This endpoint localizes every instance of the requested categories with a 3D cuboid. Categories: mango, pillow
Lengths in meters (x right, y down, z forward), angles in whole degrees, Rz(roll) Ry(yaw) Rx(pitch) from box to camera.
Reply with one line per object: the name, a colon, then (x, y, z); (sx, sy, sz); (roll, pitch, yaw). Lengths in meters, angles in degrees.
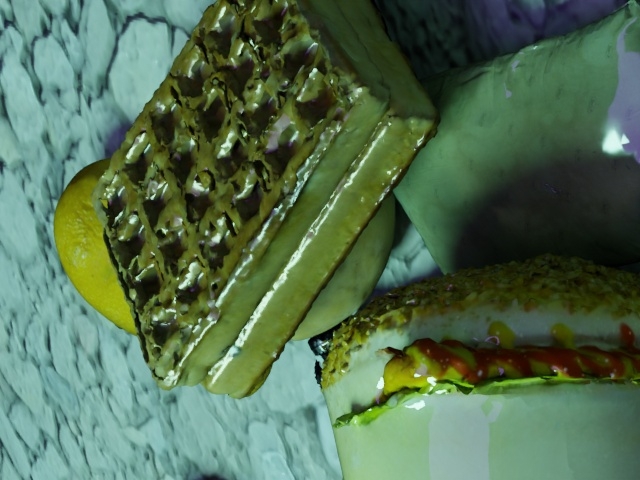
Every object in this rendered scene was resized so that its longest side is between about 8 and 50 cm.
mango: (-0.125, 0.025, 1.515); (0.262, 0.109, 0.157); (39, 121, 21)
pillow: (0.158, -0.056, 1.217); (0.302, 0.075, 0.185); (-12, 110, 50)

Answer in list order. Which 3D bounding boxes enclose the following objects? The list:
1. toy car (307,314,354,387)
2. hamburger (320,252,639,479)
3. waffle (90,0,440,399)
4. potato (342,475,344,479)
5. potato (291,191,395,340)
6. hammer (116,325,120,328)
toy car: (0.059, 0.088, 1.411); (0.171, 0.070, 0.080); (-26, 98, 47)
hamburger: (0.138, 0.103, 1.195); (0.294, 0.276, 0.179); (136, 131, -81)
waffle: (-0.052, -0.058, 1.294); (0.308, 0.091, 0.213); (-54, 45, 32)
potato: (0.089, 0.272, 1.452); (0.173, 0.140, 0.300); (-2, 124, 0)
potato: (0.000, 0.000, 1.381); (0.109, 0.118, 0.178); (17, 121, -9)
hammer: (-0.086, 0.068, 1.573); (0.292, 0.029, 0.058); (8, 123, 38)
